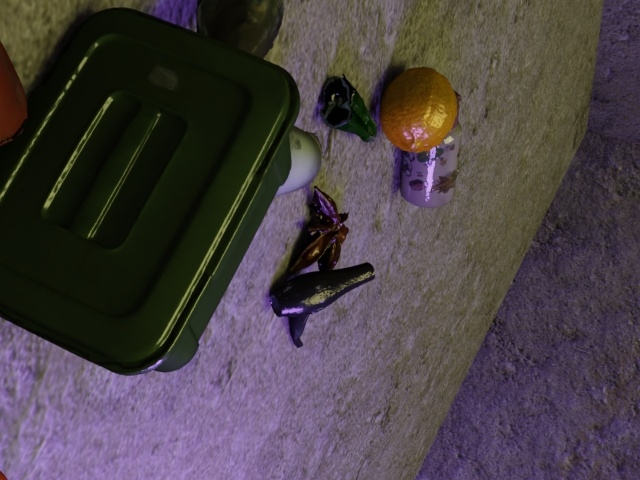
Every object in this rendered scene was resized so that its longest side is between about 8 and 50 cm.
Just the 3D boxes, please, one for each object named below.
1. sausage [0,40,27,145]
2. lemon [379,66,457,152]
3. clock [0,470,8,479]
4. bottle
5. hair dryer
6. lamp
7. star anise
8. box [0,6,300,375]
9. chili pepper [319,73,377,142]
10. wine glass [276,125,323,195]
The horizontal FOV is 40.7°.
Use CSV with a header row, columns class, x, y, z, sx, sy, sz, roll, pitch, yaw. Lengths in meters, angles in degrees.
class,x,y,z,sx,sy,sz,roll,pitch,yaw
sausage,-0.297,-0.139,0.731,0.076,0.076,0.141,-54,152,-32
lemon,0.184,-0.248,1.599,0.142,0.142,0.187,73,30,-55
clock,-0.404,0.322,0.892,0.205,0.051,0.205,-48,150,-40
bottle,0.227,-0.198,1.767,0.120,0.120,0.253,-46,146,-43
hair dryer,-0.010,0.127,1.552,0.195,0.075,0.219,-18,150,-26
lamp,-0.092,-0.258,0.980,0.250,0.101,0.101,-84,173,-46
star anise,0.004,0.002,1.519,0.157,0.053,0.212,-68,158,-6
box,-0.176,-0.039,0.867,0.328,0.253,0.178,-63,165,-13
chili pepper,0.063,-0.213,1.476,0.227,0.059,0.088,14,84,-70
wine glass,-0.082,-0.113,1.165,0.204,0.111,0.111,-3,111,-63
